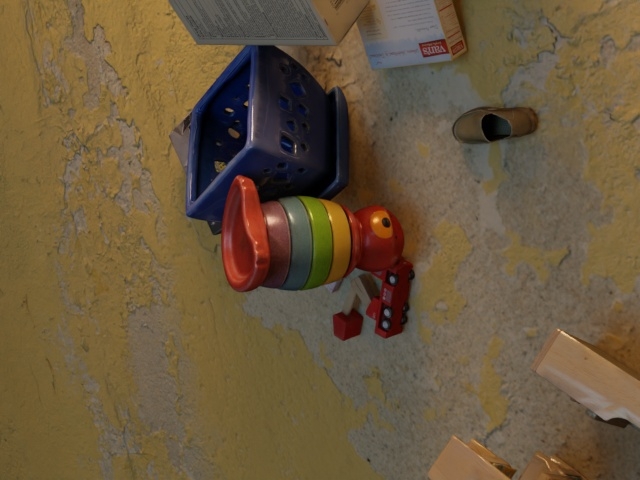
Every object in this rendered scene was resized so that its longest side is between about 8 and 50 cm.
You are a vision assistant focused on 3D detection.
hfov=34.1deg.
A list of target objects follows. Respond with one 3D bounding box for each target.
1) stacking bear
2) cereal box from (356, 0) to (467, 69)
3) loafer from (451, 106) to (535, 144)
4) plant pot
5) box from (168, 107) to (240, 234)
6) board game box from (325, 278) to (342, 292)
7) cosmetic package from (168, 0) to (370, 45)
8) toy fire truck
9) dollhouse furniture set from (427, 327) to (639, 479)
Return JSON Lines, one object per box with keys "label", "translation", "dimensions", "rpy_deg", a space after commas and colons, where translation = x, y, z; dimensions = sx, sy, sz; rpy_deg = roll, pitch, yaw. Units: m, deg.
{"label": "stacking bear", "translation": [0.000, 0.000, 1.677], "dimensions": [0.164, 0.289, 0.175], "rpy_deg": [122, 141, -54]}
{"label": "cereal box", "translation": [0.114, -0.383, 1.588], "dimensions": [0.173, 0.047, 0.240], "rpy_deg": [4, 122, 47]}
{"label": "loafer", "translation": [0.248, -0.172, 1.554], "dimensions": [0.148, 0.050, 0.056], "rpy_deg": [-6, 99, 48]}
{"label": "plant pot", "translation": [-0.081, -0.157, 1.757], "dimensions": [0.236, 0.212, 0.235], "rpy_deg": [-39, 41, 46]}
{"label": "box", "translation": [-0.191, -0.151, 2.030], "dimensions": [0.183, 0.056, 0.231], "rpy_deg": [-33, 78, 47]}
{"label": "board game box", "translation": [0.012, 0.033, 1.901], "dimensions": [0.090, 0.020, 0.090], "rpy_deg": [46, 133, 26]}
{"label": "cosmetic package", "translation": [-0.096, -0.395, 1.626], "dimensions": [0.310, 0.113, 0.160], "rpy_deg": [11, 147, 39]}
{"label": "toy fire truck", "translation": [0.090, 0.102, 1.820], "dimensions": [0.135, 0.047, 0.192], "rpy_deg": [28, 122, 40]}
{"label": "dollhouse furniture set", "translation": [0.345, 0.362, 1.420], "dimensions": [0.256, 0.362, 0.394], "rpy_deg": [35, 97, 37]}
